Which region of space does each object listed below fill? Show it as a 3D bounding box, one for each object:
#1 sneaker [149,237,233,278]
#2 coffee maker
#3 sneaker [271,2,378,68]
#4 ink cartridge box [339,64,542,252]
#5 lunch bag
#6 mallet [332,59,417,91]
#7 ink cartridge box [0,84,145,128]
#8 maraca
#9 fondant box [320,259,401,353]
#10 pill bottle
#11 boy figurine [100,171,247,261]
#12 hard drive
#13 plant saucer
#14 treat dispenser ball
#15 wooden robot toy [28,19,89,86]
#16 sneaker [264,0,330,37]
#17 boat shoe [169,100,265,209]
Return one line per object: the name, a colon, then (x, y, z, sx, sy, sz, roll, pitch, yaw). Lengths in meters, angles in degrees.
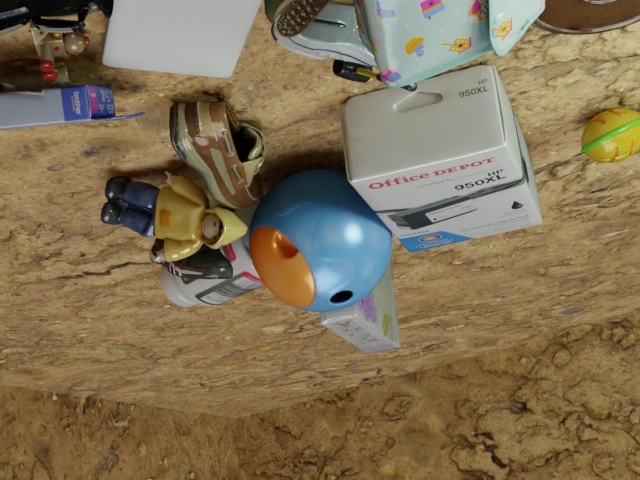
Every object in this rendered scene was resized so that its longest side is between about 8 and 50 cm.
sneaker: (-0.266, -0.017, 1.919, 0.106, 0.163, 0.281, 1, -170, -37)
coffee maker: (-0.376, -0.348, 1.205, 0.178, 0.120, 0.171, -10, 134, 8)
sneaker: (0.047, -0.310, 1.425, 0.258, 0.094, 0.091, 9, 177, -30)
ink cartridge box: (0.235, -0.137, 1.766, 0.285, 0.166, 0.395, -13, 157, 18)
lunch bag: (0.172, -0.346, 1.209, 0.262, 0.160, 0.223, -17, 139, -1)
mallet: (0.097, -0.256, 1.485, 0.062, 0.039, 0.189, 5, -164, -41)
ink cartridge box: (-0.446, -0.206, 1.486, 0.311, 0.065, 0.186, -3, -172, 0)
maraca: (0.564, -0.202, 1.781, 0.185, 0.099, 0.127, -21, 176, -42)
fondant box: (0.092, 0.119, 2.276, 0.096, 0.238, 0.330, -13, 157, 20)
pill bottle: (-0.217, 0.045, 2.107, 0.176, 0.176, 0.318, 15, 150, -41)
boy figurine: (-0.280, -0.037, 1.819, 0.285, 0.177, 0.092, 17, -172, 20)
hard drive: (-0.192, -0.336, 1.342, 0.203, 0.040, 0.307, 3, 157, -18)
plant saucer: (0.409, -0.382, 1.356, 0.310, 0.050, 0.310, -3, 158, -1)
treat dispenser ball: (0.000, 0.000, 1.892, 0.288, 0.288, 0.288, -4, 158, -2)
wooden robot toy: (-0.381, -0.280, 1.411, 0.079, 0.076, 0.173, -13, 160, -9)
sneaker: (0.000, -0.363, 1.289, 0.192, 0.086, 0.064, -38, 135, 3)
boat shoe: (-0.158, -0.151, 1.710, 0.120, 0.123, 0.324, -14, 158, 13)
